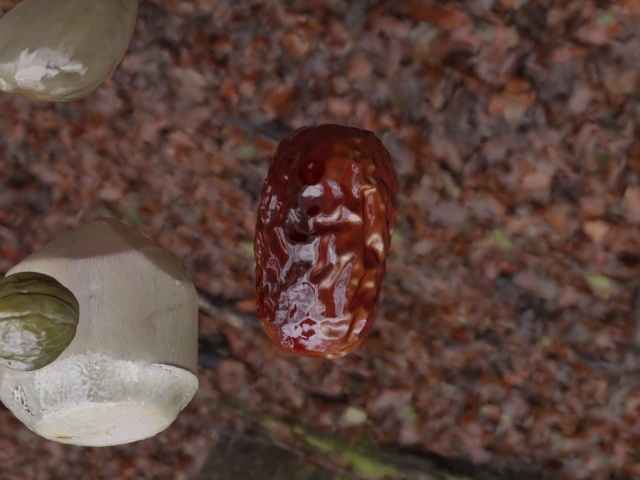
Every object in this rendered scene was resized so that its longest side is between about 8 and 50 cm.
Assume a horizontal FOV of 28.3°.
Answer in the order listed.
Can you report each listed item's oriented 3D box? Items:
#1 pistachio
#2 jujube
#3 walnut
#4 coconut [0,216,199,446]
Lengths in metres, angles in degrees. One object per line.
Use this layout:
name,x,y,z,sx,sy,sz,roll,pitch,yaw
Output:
pistachio,-0.271,-0.220,1.362,0.124,0.185,0.124,36,164,12
jujube,0.000,0.000,0.953,0.109,0.176,0.112,7,176,19
walnut,-0.244,0.067,1.056,0.092,0.092,0.092,21,158,9
coconut,-0.228,0.089,1.315,0.224,0.234,0.224,-9,150,-5
